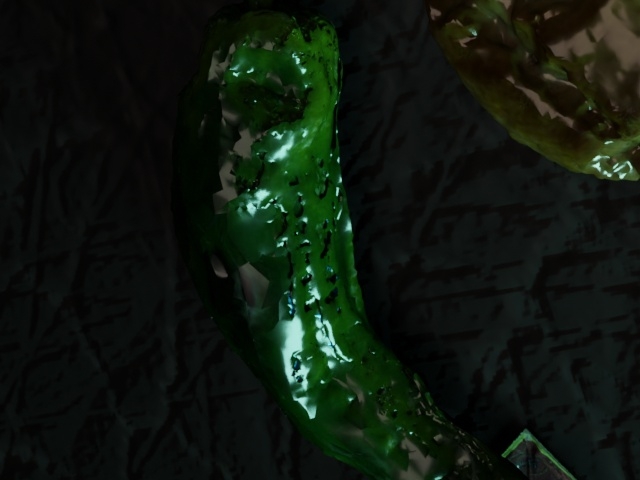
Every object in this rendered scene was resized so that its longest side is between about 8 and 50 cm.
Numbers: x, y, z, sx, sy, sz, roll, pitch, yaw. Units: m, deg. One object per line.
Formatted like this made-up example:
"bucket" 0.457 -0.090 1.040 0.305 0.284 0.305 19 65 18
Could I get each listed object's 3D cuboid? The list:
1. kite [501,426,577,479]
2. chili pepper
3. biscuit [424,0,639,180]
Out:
"kite" 0.086 0.130 0.616 0.222 0.008 0.125 1 110 26
"chili pepper" -0.001 0.000 0.574 0.122 0.065 0.279 -15 104 24
"biscuit" 0.121 -0.112 0.481 0.226 0.042 0.226 11 116 23
